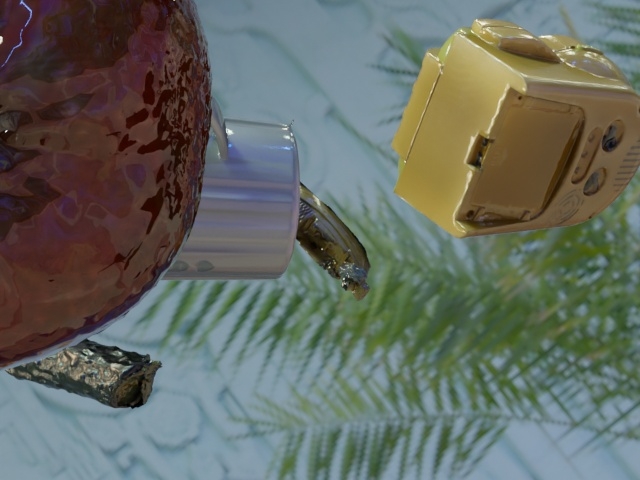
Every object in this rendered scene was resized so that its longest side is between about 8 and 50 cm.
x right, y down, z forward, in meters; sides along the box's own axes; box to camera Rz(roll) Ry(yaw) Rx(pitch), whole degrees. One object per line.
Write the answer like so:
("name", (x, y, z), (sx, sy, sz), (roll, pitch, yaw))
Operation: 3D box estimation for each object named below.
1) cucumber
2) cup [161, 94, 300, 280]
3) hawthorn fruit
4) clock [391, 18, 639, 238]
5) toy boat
("cucumber", (-0.209, 0.106, 1.121), (0.181, 0.053, 0.053), (9, 16, 34))
("cup", (-0.123, -0.044, 1.190), (0.202, 0.167, 0.221), (3, -6, -12))
("hawthorn fruit", (-0.201, -0.056, 0.699), (0.275, 0.275, 0.299), (-33, 5, -26))
("clock", (0.259, -0.127, 1.608), (0.317, 0.200, 0.244), (2, -58, -37))
("toy boat", (0.000, 0.000, 1.358), (0.049, 0.149, 0.047), (-33, -14, -41))
